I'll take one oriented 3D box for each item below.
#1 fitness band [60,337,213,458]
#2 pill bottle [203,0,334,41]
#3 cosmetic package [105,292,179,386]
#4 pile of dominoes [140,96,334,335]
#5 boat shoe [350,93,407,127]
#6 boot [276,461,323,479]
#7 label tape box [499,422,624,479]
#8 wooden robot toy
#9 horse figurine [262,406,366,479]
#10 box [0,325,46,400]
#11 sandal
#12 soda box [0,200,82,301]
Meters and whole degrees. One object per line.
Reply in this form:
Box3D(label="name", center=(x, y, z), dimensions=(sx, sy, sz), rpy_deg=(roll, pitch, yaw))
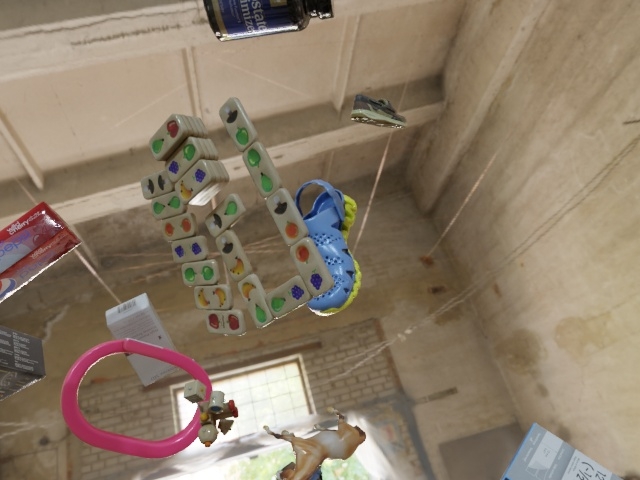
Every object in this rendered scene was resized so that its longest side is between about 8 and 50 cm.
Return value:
Box3D(label="fitness band", center=(-0.359, 0.314, 0.953), dimensions=(0.290, 0.209, 0.054), rpy_deg=(27, -19, -25))
Box3D(label="pill bottle", center=(-0.088, -0.434, 0.853), dimensions=(0.219, 0.123, 0.123), rpy_deg=(-5, -25, 8))
Box3D(label="cosmetic package", center=(-0.476, 0.271, 1.296), dimensions=(0.117, 0.085, 0.231), rpy_deg=(-26, -60, -14))
Box3D(label="pile of dominoes", center=(-0.119, -0.015, 0.531), dimensions=(0.196, 0.251, 0.040), rpy_deg=(-35, -13, 31))
Box3D(label="boat shoe", center=(0.114, -0.237, 0.880), dimensions=(0.056, 0.049, 0.152), rpy_deg=(10, 10, 39))
Box3D(label="boot", center=(-0.008, 0.653, 1.360), dimensions=(0.219, 0.106, 0.082), rpy_deg=(-31, -51, -22))
Box3D(label="label tape box", center=(0.517, 0.566, 0.921), dimensions=(0.249, 0.347, 0.115), rpy_deg=(-34, -41, -37))
Box3D(label="wooden robot toy", center=(-0.192, 0.327, 0.856), dimensions=(0.076, 0.079, 0.173), rpy_deg=(-9, -49, 4))
Box3D(label="horse figurine", center=(0.003, 0.429, 1.015), dimensions=(0.263, 0.066, 0.174), rpy_deg=(0, 8, -33))
Box3D(label="box", center=(-0.595, 0.182, 0.653), dimensions=(0.242, 0.077, 0.307), rpy_deg=(-29, -30, 2))
Box3D(label="sandal", center=(0.000, 0.000, 0.943), dimensions=(0.126, 0.318, 0.138), rpy_deg=(-22, -44, 20))
Box3D(label="soda box", center=(-0.639, 0.042, 0.976), dimensions=(0.263, 0.083, 0.092), rpy_deg=(-42, -14, -18))
